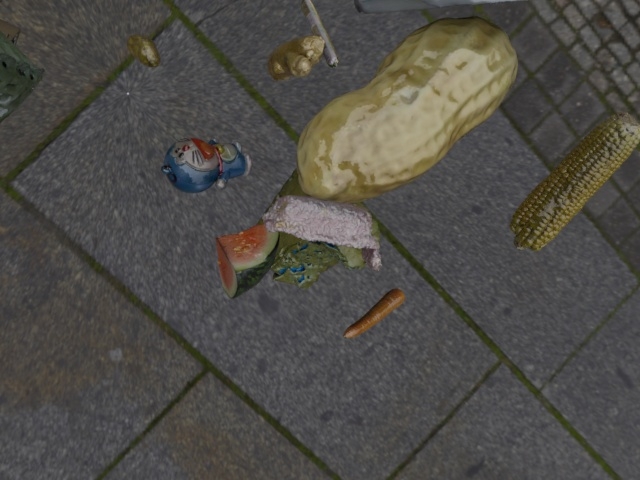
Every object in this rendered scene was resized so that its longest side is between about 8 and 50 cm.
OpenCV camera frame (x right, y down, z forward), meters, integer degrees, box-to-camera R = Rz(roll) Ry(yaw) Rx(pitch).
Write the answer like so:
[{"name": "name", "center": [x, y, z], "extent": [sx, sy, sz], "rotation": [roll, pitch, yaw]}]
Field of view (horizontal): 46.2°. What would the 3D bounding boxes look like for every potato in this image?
[{"name": "potato", "center": [-0.310, -0.337, 1.320], "extent": [0.045, 0.092, 0.046], "rotation": [-9, 130, -34]}]

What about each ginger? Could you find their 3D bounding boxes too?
[{"name": "ginger", "center": [-0.056, -0.423, 1.717], "extent": [0.081, 0.205, 0.115], "rotation": [18, 91, -31]}]

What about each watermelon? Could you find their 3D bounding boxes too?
[{"name": "watermelon", "center": [-0.142, 0.037, 1.597], "extent": [0.145, 0.193, 0.137], "rotation": [-18, 87, -20]}]

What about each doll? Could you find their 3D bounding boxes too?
[{"name": "doll", "center": [-0.183, -0.120, 1.179], "extent": [0.152, 0.114, 0.085], "rotation": [-12, 140, -39]}]

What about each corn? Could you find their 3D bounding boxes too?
[{"name": "corn", "center": [0.465, -0.103, 1.391], "extent": [0.097, 0.097, 0.320], "rotation": [27, 122, -18]}]

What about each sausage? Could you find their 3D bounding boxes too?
[{"name": "sausage", "center": [-0.003, -0.491, 1.765], "extent": [0.033, 0.269, 0.033], "rotation": [-13, 143, -10]}]

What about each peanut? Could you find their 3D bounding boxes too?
[{"name": "peanut", "center": [0.100, -0.147, 0.857], "extent": [0.305, 0.147, 0.147], "rotation": [-43, 108, -19]}]

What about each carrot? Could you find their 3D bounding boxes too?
[{"name": "carrot", "center": [0.106, 0.149, 1.484], "extent": [0.190, 0.037, 0.037], "rotation": [-35, 111, -42]}]

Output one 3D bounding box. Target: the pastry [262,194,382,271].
[{"name": "pastry", "center": [0.019, -0.033, 1.521], "extent": [0.265, 0.103, 0.112], "rotation": [21, 98, -23]}]

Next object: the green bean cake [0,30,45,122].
[{"name": "green bean cake", "center": [-0.490, -0.172, 0.901], "extent": [0.255, 0.241, 0.132], "rotation": [-45, 89, 0]}]

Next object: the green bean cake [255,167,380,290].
[{"name": "green bean cake", "center": [0.000, 0.000, 1.889], "extent": [0.202, 0.285, 0.310], "rotation": [22, 120, -40]}]

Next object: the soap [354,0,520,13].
[{"name": "soap", "center": [0.241, -0.386, 0.889], "extent": [0.435, 0.350, 0.212], "rotation": [-3, 108, 7]}]

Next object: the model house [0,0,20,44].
[{"name": "model house", "center": [-0.760, -0.488, 1.674], "extent": [0.181, 0.176, 0.248], "rotation": [27, 80, -14]}]
